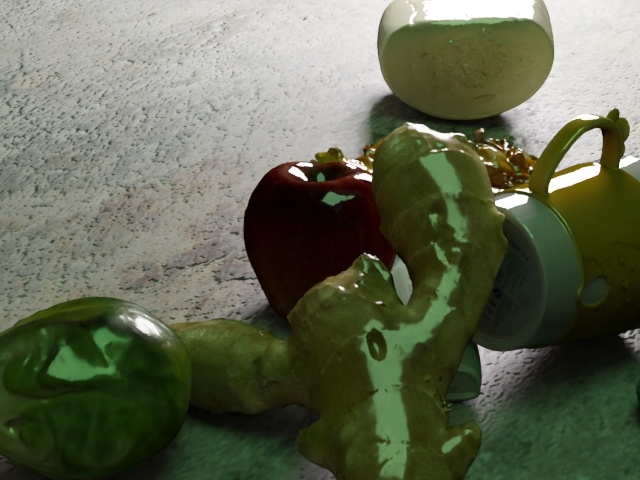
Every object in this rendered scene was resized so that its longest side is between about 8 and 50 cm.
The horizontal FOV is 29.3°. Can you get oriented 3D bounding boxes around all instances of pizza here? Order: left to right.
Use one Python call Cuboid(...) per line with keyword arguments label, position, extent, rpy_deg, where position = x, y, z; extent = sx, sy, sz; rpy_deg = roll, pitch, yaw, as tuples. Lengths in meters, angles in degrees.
Cuboid(label="pizza", position=(0.162, -0.078, 1.493), extent=(0.365, 0.074, 0.182), rpy_deg=(9, 40, 4))

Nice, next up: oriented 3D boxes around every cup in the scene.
Cuboid(label="cup", position=(0.244, -0.008, 1.212), extent=(0.226, 0.241, 0.185), rpy_deg=(-13, 24, -37))

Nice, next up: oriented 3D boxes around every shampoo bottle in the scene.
Cuboid(label="shampoo bottle", position=(0.114, 0.081, 1.248), extent=(0.072, 0.049, 0.212), rpy_deg=(-1, 32, -6))

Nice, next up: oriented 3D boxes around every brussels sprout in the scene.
Cuboid(label="brussels sprout", position=(-0.202, 0.124, 1.050), extent=(0.180, 0.144, 0.162), rpy_deg=(10, 68, -7))

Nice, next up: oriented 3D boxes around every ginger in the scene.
Cuboid(label="ginger", position=(0.062, 0.099, 1.066), extent=(0.363, 0.122, 0.348), rpy_deg=(-35, 55, -8))

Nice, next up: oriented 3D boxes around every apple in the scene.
Cuboid(label="apple", position=(0.001, 0.005, 1.254), extent=(0.156, 0.158, 0.147), rpy_deg=(-3, 18, -12))

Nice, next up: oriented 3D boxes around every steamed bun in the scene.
Cuboid(label="steamed bun", position=(0.205, -0.268, 1.739), extent=(0.250, 0.155, 0.200), rpy_deg=(0, 28, 1))

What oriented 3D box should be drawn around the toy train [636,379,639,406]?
Cuboid(label="toy train", position=(0.436, 0.172, 1.052), extent=(0.253, 0.160, 0.397), rpy_deg=(10, 31, -6))
